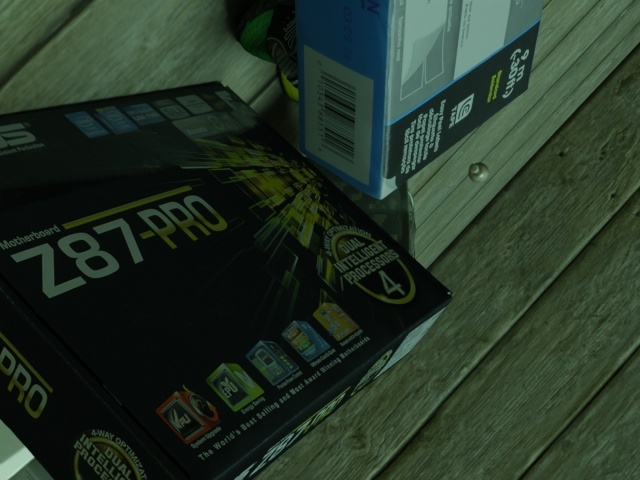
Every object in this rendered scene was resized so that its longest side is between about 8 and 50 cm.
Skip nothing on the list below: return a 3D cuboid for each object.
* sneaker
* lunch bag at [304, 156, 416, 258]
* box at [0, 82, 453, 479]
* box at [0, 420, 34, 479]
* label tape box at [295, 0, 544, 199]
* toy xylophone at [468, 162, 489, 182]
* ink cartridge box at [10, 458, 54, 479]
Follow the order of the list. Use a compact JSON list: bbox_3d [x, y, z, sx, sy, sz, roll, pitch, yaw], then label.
[{"bbox_3d":[0.027,-0.186,0.873,0.134,0.146,0.343,-48,165,3],"label":"sneaker"},{"bbox_3d":[0.000,0.000,1.079,0.235,0.168,0.287,-3,167,6],"label":"lunch bag"},{"bbox_3d":[-0.103,0.022,0.696,0.395,0.318,0.097,-24,152,-56],"label":"box"},{"bbox_3d":[-0.340,0.164,0.665,0.311,0.121,0.148,-41,-152,-26],"label":"box"},{"bbox_3d":[0.127,-0.225,0.762,0.334,0.106,0.240,-37,145,-30],"label":"label tape box"},{"bbox_3d":[0.162,-0.192,1.133,0.081,0.236,0.323,-6,176,15],"label":"toy xylophone"},{"bbox_3d":[-0.421,0.381,1.255,0.150,0.063,0.109,-50,166,8],"label":"ink cartridge box"}]
